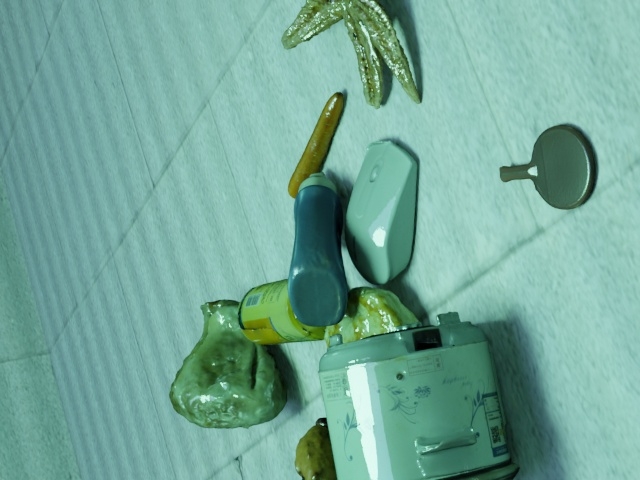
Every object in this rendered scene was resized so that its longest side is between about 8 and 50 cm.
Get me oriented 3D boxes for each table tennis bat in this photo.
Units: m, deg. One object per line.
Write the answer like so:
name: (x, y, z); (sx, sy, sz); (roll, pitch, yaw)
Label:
table tennis bat: (0.248, -0.085, 1.480); (0.170, 0.119, 0.108); (-4, 94, 59)

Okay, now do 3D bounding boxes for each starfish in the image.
starfish: (0.027, -0.357, 1.754); (0.375, 0.094, 0.327); (44, 160, 19)

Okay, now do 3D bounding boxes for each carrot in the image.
carrot: (-0.007, -0.159, 1.998); (0.043, 0.043, 0.248); (61, 144, 32)

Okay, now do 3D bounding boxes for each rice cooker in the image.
rice cooker: (0.134, 0.260, 1.637); (0.316, 0.264, 0.317); (173, 90, -70)

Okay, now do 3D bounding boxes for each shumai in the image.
shumai: (-0.177, 0.234, 2.227); (0.260, 0.225, 0.222); (-137, 43, -70)

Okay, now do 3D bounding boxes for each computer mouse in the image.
computer mouse: (0.089, -0.042, 1.827); (0.128, 0.079, 0.231); (23, 115, 54)

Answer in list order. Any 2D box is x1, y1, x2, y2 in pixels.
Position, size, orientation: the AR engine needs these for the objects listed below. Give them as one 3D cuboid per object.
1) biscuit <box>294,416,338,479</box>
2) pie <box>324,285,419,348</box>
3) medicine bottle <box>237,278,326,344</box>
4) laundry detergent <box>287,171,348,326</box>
biscuit: (0.079, 0.398, 1.792); (0.075, 0.296, 0.296); (-35, 64, 25)
pie: (0.090, 0.186, 1.874); (0.201, 0.090, 0.248); (60, 145, 20)
medicine bottle: (-0.044, 0.124, 2.065); (0.239, 0.124, 0.124); (-12, 87, 60)
laundry detergent: (0.000, 0.000, 1.902); (0.290, 0.094, 0.143); (-87, -11, -51)
